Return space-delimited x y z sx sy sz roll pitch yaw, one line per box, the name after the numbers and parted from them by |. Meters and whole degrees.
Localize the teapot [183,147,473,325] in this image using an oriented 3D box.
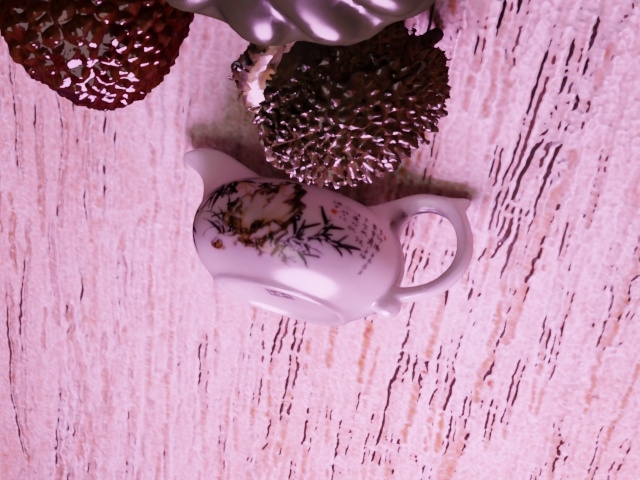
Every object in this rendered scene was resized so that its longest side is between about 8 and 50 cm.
0.000 0.000 1.624 0.300 0.166 0.208 4 153 11 | teapot

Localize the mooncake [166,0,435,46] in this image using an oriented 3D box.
-0.033 -0.315 1.246 0.356 0.194 0.356 14 135 14 | mooncake

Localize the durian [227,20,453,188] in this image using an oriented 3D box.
0.025 -0.136 1.442 0.196 0.196 0.167 14 150 15 | durian

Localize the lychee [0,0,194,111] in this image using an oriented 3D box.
-0.192 -0.212 1.473 0.188 0.188 0.188 15 139 14 | lychee
